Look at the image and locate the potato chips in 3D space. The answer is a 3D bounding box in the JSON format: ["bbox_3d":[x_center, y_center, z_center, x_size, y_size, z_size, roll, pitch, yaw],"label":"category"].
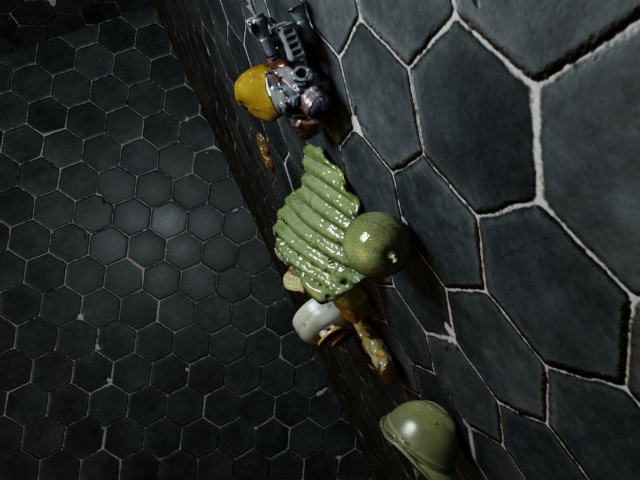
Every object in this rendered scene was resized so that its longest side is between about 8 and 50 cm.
[{"bbox_3d":[0.004,-0.041,1.332,0.389,0.097,0.373,56,136,26],"label":"potato chips"}]

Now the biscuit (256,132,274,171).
[{"bbox_3d":[-0.235,-0.365,2.004,0.124,0.026,0.175,52,162,45],"label":"biscuit"}]

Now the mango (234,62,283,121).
[{"bbox_3d":[-0.146,-0.400,1.289,0.248,0.155,0.151,-145,68,-65],"label":"mango"}]

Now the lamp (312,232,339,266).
[{"bbox_3d":[0.000,0.000,1.507,0.182,0.140,0.182,171,90,-66],"label":"lamp"}]

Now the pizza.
[{"bbox_3d":[0.175,0.345,1.588,0.189,0.071,0.297,59,178,-39],"label":"pizza"}]

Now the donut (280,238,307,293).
[{"bbox_3d":[-0.095,0.080,1.994,0.151,0.112,0.295,14,-111,-66],"label":"donut"}]

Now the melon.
[{"bbox_3d":[0.118,0.010,0.999,0.192,0.139,0.139,-135,23,-68],"label":"melon"}]

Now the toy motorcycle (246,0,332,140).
[{"bbox_3d":[-0.068,-0.384,1.021,0.207,0.134,0.401,46,159,56],"label":"toy motorcycle"}]

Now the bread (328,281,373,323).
[{"bbox_3d":[0.090,0.181,1.539,0.187,0.103,0.065,53,164,49],"label":"bread"}]

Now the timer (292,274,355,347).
[{"bbox_3d":[0.005,0.257,1.751,0.240,0.233,0.234,55,165,26],"label":"timer"}]

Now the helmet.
[{"bbox_3d":[0.293,0.508,1.266,0.257,0.137,0.204,36,-170,35],"label":"helmet"}]
